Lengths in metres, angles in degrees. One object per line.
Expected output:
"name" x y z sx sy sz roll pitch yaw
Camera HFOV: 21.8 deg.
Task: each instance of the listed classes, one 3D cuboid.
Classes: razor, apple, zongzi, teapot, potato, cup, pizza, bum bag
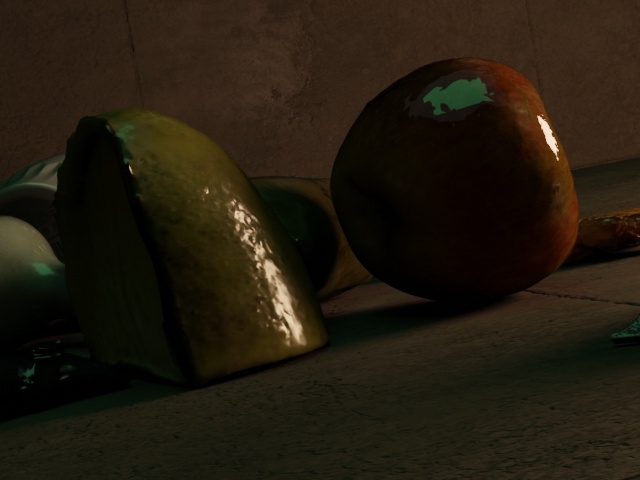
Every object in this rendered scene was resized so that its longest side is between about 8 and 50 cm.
"razor" 0.307 0.057 1.453 0.066 0.033 0.190 -7 4 25
"apple" 0.141 -0.058 1.845 0.250 0.277 0.309 -17 -18 -3
"zongzi" 0.000 0.000 2.009 0.356 0.174 0.393 -8 2 -36
"teapot" -0.355 0.064 2.130 0.251 0.183 0.183 6 12 29
"potato" -0.133 -0.009 1.731 0.213 0.280 0.330 -14 4 -26
"cup" -0.360 -0.007 2.427 0.253 0.253 0.371 -9 5 9
"pizza" 0.388 -0.011 2.071 0.161 0.062 0.182 -15 -5 37
"bum bag" -0.307 0.137 1.624 0.248 0.060 0.123 -12 4 -40
